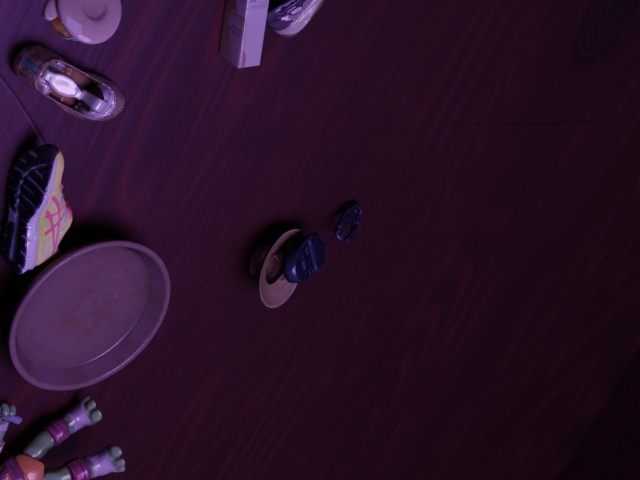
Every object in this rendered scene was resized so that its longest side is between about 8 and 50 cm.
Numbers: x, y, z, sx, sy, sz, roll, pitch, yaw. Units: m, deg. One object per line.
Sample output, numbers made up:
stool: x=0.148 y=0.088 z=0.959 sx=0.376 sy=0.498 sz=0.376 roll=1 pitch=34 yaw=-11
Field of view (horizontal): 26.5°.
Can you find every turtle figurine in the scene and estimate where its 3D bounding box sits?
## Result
turtle figurine: x=-0.445 y=0.348 z=2.142 sx=0.266 sy=0.198 sz=0.274 roll=-25 pitch=138 yaw=-33

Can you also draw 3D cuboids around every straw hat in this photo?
straw hat: x=-0.086 y=0.040 z=2.337 sx=0.144 sy=0.061 sz=0.144 roll=-39 pitch=139 yaw=-45

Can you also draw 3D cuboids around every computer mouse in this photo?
computer mouse: x=0.000 y=0.000 z=2.363 sx=0.242 sy=0.041 sz=0.071 roll=-41 pitch=127 yaw=-47

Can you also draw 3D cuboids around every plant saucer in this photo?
plant saucer: x=-0.359 y=0.110 z=2.096 sx=0.278 sy=0.041 sz=0.277 roll=-24 pitch=135 yaw=-26

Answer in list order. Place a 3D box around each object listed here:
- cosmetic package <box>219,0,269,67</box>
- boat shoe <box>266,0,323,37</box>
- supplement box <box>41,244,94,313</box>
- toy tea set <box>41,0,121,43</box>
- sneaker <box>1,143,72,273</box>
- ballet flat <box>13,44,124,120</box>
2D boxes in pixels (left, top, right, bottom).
cosmetic package: x=-0.115 y=-0.321 z=2.027 sx=0.041 sy=0.060 sz=0.115 roll=-14 pitch=127 yaw=-34
boat shoe: x=-0.013 y=-0.408 z=2.037 sx=0.223 sy=0.080 sz=0.073 roll=-53 pitch=146 yaw=12
supplement box: x=-0.384 y=0.063 z=2.096 sx=0.062 sy=0.036 sz=0.098 roll=-32 pitch=138 yaw=-19
toy tea set: x=-0.325 y=-0.319 z=1.521 sx=0.336 sy=0.124 sz=0.200 roll=15 pitch=80 yaw=-45
sneaker: x=-0.399 y=-0.052 z=1.969 sx=0.094 sy=0.081 sz=0.208 roll=-15 pitch=136 yaw=-44
ballet flat: x=-0.340 y=-0.206 z=1.900 sx=0.206 sy=0.067 sz=0.073 roll=23 pitch=103 yaw=-50
